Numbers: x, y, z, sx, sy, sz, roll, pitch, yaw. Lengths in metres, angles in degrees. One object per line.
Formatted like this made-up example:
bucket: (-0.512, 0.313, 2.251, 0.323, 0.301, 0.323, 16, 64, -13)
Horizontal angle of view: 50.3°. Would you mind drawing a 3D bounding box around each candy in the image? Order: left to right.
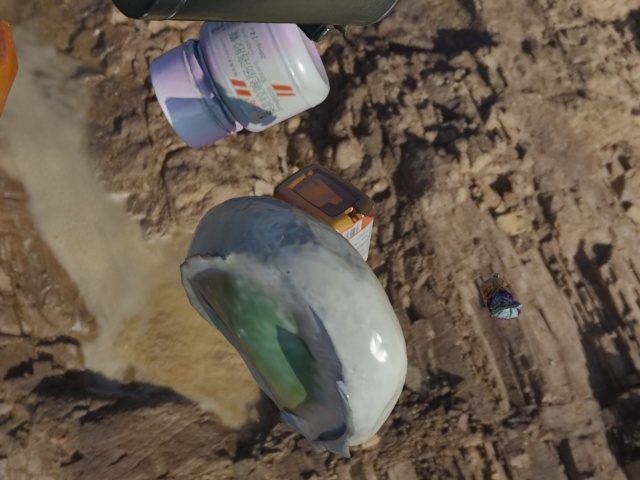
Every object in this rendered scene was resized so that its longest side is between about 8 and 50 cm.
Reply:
candy: (-0.025, 0.106, 0.938, 0.186, 0.427, 0.386, -33, 96, -22)
candy: (0.247, 0.078, 0.934, 0.043, 0.045, 0.175, 50, 13, -5)

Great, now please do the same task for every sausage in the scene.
sausage: (-0.464, -0.216, 0.920, 0.089, 0.089, 0.179, 20, 76, -19)

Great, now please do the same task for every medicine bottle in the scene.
medicine bottle: (-0.159, -0.332, 1.358, 0.241, 0.301, 0.241, -23, 90, -79)
medicine bottle: (0.001, 0.000, 1.157, 0.149, 0.222, 0.112, 36, 54, 27)

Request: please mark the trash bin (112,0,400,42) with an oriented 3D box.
trash bin: (-0.063, -0.338, 0.734, 0.301, 0.252, 0.203, -10, 53, -36)
